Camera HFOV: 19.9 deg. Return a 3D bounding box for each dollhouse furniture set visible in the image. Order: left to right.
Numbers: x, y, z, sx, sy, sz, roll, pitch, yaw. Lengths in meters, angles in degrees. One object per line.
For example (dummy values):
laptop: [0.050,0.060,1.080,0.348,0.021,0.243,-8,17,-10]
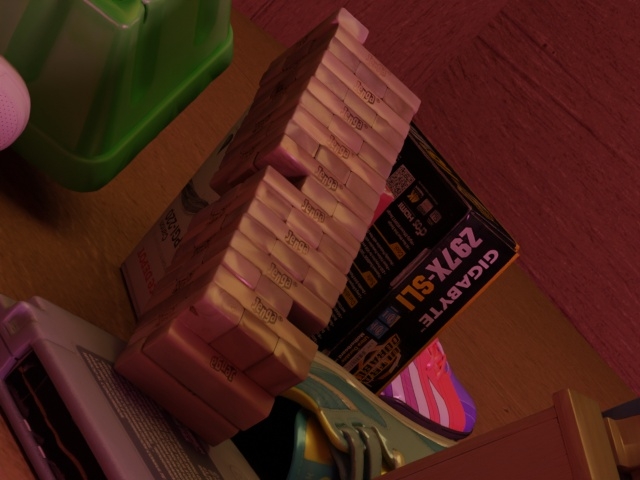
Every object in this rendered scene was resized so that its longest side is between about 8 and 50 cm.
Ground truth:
dollhouse furniture set: [0.174,0.269,1.214,0.303,0.198,0.286,26,45,-52]

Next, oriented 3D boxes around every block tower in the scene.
block tower: [-0.026,-0.018,1.264,0.097,0.091,0.335,41,43,-19]

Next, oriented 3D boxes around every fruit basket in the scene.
fruit basket: [-0.270,-0.209,1.596,0.392,0.392,0.283,43,51,-2]

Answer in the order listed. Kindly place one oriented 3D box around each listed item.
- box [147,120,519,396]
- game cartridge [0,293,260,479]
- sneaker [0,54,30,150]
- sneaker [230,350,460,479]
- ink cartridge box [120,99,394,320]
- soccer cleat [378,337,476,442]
box: [0.000,0.000,1.601,0.079,0.257,0.322,36,11,-37]
game cartridge: [-0.092,0.162,1.132,0.196,0.060,0.294,28,17,-46]
sneaker: [-0.316,-0.103,1.240,0.292,0.108,0.169,25,20,-34]
sneaker: [0.046,0.195,1.313,0.319,0.127,0.208,30,8,7]
ink cartridge box: [-0.058,-0.005,1.498,0.092,0.218,0.158,33,13,-25]
soccer cleat: [0.067,0.093,1.892,0.318,0.116,0.109,39,10,-23]
